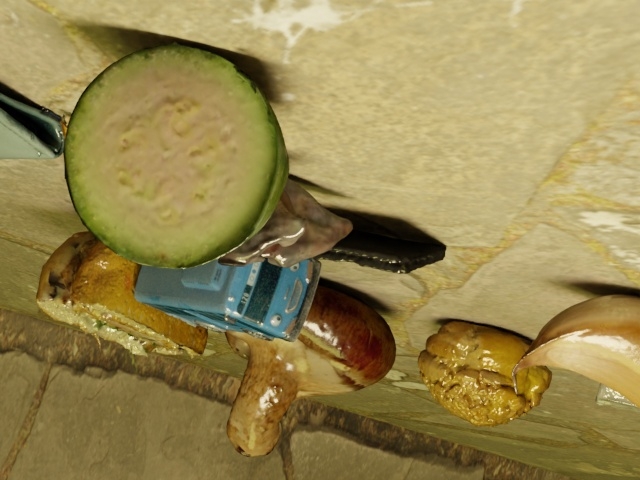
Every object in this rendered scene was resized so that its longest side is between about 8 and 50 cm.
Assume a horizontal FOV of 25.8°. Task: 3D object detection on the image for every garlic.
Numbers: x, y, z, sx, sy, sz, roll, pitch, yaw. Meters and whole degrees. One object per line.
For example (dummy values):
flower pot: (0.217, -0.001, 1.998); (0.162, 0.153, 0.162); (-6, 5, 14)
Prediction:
garlic: (0.315, 0.108, 1.452); (0.206, 0.128, 0.115); (18, -148, 1)

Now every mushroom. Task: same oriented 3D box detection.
mushroom: (-0.023, 0.149, 1.907); (0.267, 0.255, 0.267); (-11, 168, -3)

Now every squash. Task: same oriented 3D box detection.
squash: (-0.097, -0.063, 1.076); (0.170, 0.170, 0.123); (12, -175, 17)

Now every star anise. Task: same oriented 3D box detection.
star anise: (-0.100, -0.030, 1.334); (0.257, 0.111, 0.198); (16, 171, 29)

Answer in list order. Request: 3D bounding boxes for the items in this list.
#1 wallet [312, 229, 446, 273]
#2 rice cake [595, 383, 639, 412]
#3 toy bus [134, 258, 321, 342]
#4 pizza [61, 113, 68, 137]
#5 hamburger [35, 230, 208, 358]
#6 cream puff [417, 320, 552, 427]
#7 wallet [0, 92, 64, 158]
wallet: (0.000, -0.001, 1.463); (0.244, 0.025, 0.124); (8, -170, 25)
rice cake: (0.499, 0.219, 1.870); (0.256, 0.057, 0.052); (12, 151, 19)
toy bus: (-0.119, 0.051, 1.725); (0.133, 0.116, 0.234); (27, 166, -35)
pizza: (-0.223, -0.094, 1.355); (0.016, 0.037, 0.083); (-8, 143, 36)
hamburger: (-0.261, 0.066, 1.892); (0.144, 0.157, 0.283); (-11, 155, 28)
cream puff: (0.221, 0.189, 1.908); (0.189, 0.129, 0.189); (18, 169, 4)
wallet: (-0.412, -0.151, 1.310); (0.251, 0.054, 0.290); (6, 161, 24)
